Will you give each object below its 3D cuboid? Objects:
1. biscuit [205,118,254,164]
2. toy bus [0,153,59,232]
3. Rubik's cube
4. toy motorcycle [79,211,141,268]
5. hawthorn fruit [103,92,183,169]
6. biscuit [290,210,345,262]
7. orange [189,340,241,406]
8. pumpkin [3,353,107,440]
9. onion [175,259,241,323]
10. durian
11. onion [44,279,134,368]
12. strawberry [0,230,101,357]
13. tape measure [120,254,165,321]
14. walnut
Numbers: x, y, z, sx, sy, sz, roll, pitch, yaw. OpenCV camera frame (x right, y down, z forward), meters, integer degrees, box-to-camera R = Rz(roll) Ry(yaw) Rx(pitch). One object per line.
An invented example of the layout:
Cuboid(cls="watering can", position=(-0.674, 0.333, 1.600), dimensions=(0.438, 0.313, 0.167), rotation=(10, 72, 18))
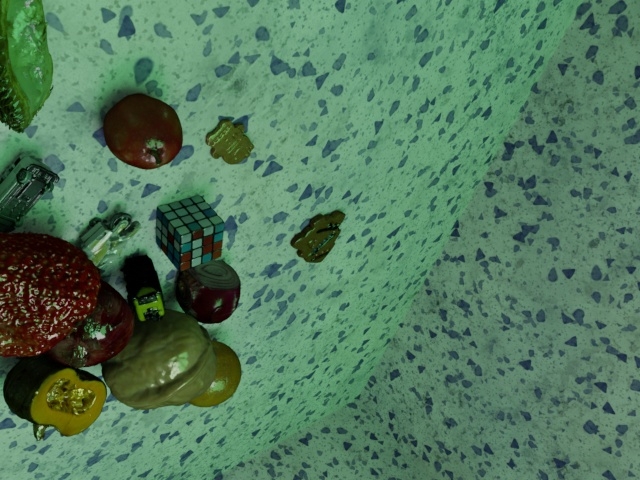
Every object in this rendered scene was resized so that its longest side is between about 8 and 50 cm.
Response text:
Cuboid(cls="biscuit", position=(-0.275, -0.292, 1.695), dimensions=(0.133, 0.027, 0.184), rotation=(-42, 150, -11))
Cuboid(cls="toy bus", position=(-0.713, -0.111, 1.300), dimensions=(0.194, 0.089, 0.087), rotation=(-48, 152, 4))
Cuboid(cls="Rubik's cube", position=(-0.406, -0.024, 1.724), dimensions=(0.155, 0.154, 0.151), rotation=(-23, 142, -35))
Cuboid(cls="toy motorcycle", position=(-0.616, 0.014, 1.589), dimensions=(0.229, 0.074, 0.151), rotation=(-42, 152, -10))
Cuboid(cls="hawthorn fruit", position=(-0.427, -0.248, 1.363), dimensions=(0.197, 0.225, 0.196), rotation=(-20, 135, -21))
Cuboid(cls="biscuit", position=(0.001, 0.001, 2.373), dimensions=(0.278, 0.043, 0.301), rotation=(-35, 148, -18))
Cuboid(cls="orange", position=(-0.454, 0.533, 2.229), dimensions=(0.274, 0.274, 0.274), rotation=(-32, 147, -24))
Cuboid(cls="pumpkin", position=(-0.834, 0.471, 1.686), dimensions=(0.242, 0.232, 0.325), rotation=(-65, 155, -25))
Cuboid(cls="onion", position=(-0.389, 0.204, 1.965), dimensions=(0.216, 0.206, 0.207), rotation=(-10, 134, -45))
Cuboid(cls="durian", position=(-0.643, -0.373, 1.100), dimensions=(0.394, 0.163, 0.198), rotation=(102, 3, -48))
Cuboid(cls="onion", position=(-0.683, 0.243, 1.604), dimensions=(0.276, 0.276, 0.276), rotation=(-32, 147, -24))
Cuboid(cls="strawberry", position=(-0.705, 0.124, 1.316), dimensions=(0.351, 0.267, 0.312), rotation=(57, 50, -68))
Cuboid(cls="tape measure", position=(-0.550, 0.167, 1.738), dimensions=(0.112, 0.199, 0.186), rotation=(-14, 140, -15))
Cuboid(cls="walnut", position=(-0.541, 0.403, 1.882), dimensions=(0.381, 0.381, 0.381), rotation=(-32, 147, -24))
